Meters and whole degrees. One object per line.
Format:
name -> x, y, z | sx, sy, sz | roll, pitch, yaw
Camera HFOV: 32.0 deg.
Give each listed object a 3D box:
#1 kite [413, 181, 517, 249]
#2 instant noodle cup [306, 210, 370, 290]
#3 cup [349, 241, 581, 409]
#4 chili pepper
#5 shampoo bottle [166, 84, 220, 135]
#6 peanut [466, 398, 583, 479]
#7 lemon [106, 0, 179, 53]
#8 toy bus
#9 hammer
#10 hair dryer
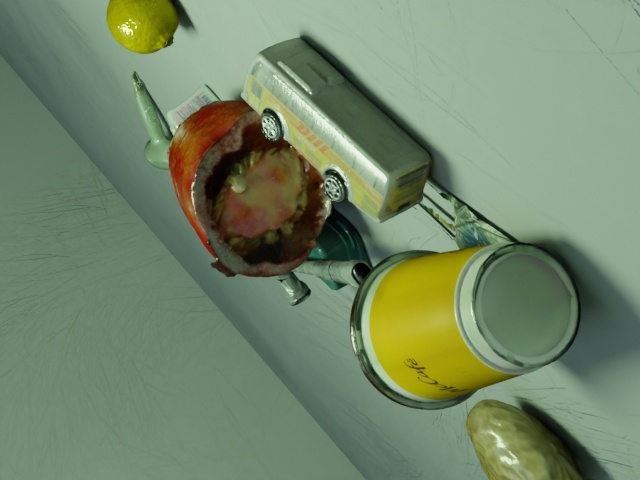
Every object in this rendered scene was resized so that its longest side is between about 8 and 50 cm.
kite -> 0.167, -0.020, 1.336 | 0.310, 0.015, 0.169 | 45, 164, 23
instant noodle cup -> 0.000, 0.000, 1.834 | 0.179, 0.070, 0.157 | 43, 163, 37
cup -> 0.160, 0.091, 1.258 | 0.196, 0.196, 0.279 | 53, 156, -6
chili pepper -> -0.112, -0.091, 1.715 | 0.251, 0.229, 0.305 | 57, 177, -17
shampoo bottle -> -0.216, -0.212, 1.916 | 0.072, 0.099, 0.043 | 49, 167, 8
peanut -> 0.299, 0.327, 1.612 | 0.196, 0.110, 0.233 | 42, 162, 36
lemon -> -0.278, -0.347, 1.743 | 0.133, 0.109, 0.109 | 46, 166, 13
toy bus -> 0.015, -0.137, 1.342 | 0.268, 0.092, 0.106 | 46, 145, 25
hammer -> -0.003, 0.049, 1.747 | 0.152, 0.044, 0.427 | 58, 163, -14
hair dryer -> -0.340, -0.250, 2.366 | 0.206, 0.075, 0.237 | 17, 137, 56
